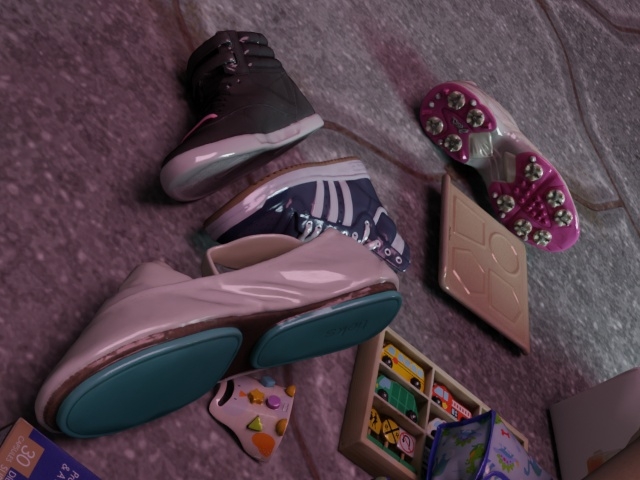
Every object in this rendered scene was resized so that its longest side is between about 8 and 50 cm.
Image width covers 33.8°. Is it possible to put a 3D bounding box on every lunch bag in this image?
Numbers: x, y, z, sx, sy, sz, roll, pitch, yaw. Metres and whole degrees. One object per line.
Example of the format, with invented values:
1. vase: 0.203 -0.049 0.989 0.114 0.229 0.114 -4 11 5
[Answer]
1. lunch bag: 0.174 0.275 1.093 0.129 0.096 0.151 49 39 -22

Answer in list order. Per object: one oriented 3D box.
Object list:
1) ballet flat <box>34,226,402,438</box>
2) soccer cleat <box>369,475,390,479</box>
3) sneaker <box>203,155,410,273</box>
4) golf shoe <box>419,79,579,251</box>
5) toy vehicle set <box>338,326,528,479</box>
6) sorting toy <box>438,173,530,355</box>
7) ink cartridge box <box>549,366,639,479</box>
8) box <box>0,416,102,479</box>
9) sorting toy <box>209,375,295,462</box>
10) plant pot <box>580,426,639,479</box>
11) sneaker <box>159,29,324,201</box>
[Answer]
1. ballet flat: -0.098 0.068 0.958 0.400 0.139 0.139 -14 76 -41
2. soccer cleat: 0.130 0.352 1.052 0.289 0.093 0.121 48 35 -14
3. sneaker: 0.000 0.000 1.149 0.282 0.099 0.153 -20 79 -57
4. golf shoe: 0.279 -0.121 1.551 0.306 0.115 0.140 51 29 -4
5. toy vehicle set: 0.136 0.232 1.194 0.267 0.035 0.166 39 40 -24
6. sorting toy: 0.220 0.035 1.442 0.208 0.038 0.193 40 40 -31
7. ink cartridge box: 0.463 0.393 1.357 0.279 0.160 0.385 26 47 -35
8. box: -0.180 0.255 0.804 0.225 0.036 0.136 45 38 -20
9. sorting toy: -0.068 0.157 1.012 0.075 0.045 0.083 24 45 -12
10. plant pot: 0.332 0.323 0.979 0.305 0.334 0.334 -13 75 -35
11. sneaker: -0.112 -0.140 1.123 0.147 0.104 0.296 56 30 -1
